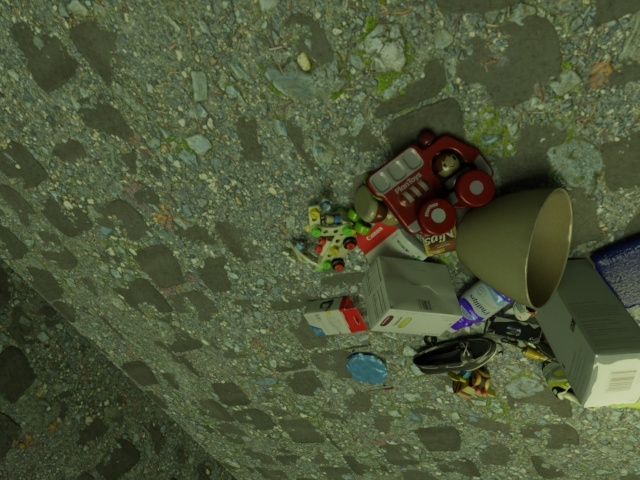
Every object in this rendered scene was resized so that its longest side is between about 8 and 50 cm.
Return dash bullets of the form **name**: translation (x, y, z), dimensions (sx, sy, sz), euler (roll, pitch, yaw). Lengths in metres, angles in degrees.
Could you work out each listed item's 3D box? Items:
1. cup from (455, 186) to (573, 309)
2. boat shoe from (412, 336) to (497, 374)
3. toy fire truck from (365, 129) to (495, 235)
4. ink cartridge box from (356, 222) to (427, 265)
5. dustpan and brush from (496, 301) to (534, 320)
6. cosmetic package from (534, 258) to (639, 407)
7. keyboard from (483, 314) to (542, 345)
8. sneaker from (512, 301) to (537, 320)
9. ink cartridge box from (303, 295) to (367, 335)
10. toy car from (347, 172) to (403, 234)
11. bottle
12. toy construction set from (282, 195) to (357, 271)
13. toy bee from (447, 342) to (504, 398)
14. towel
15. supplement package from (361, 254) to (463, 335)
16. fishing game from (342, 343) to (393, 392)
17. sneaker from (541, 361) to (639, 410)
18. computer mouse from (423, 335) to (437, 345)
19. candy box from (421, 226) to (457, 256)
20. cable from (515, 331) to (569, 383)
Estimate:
- **cup**: translation (0.531, 0.005, 1.248), dimensions (0.237, 0.331, 0.330), euler (14, 136, 44)
- **boat shoe**: translation (0.507, 0.444, 1.696), dimensions (0.096, 0.112, 0.335), euler (31, 135, -31)
- **toy fire truck**: translation (0.310, -0.164, 1.224), dimensions (0.302, 0.169, 0.253), euler (-38, 92, 1)
- **ink cartridge box**: translation (0.223, 0.024, 1.503), dimensions (0.225, 0.056, 0.181), euler (36, 129, -14)
- **dustpan and brush**: translation (0.651, 0.253, 1.535), dimensions (0.147, 0.060, 0.211), euler (33, 130, -9)
- **cosmetic package**: translation (0.761, 0.249, 1.273), dimensions (0.157, 0.384, 0.217), euler (-7, 122, 5)
- **keyboard**: translation (0.664, 0.316, 1.527), dimensions (0.180, 0.023, 0.108), euler (11, 114, 14)
- **sneaker**: translation (0.667, 0.221, 1.431), dimensions (0.057, 0.075, 0.161), euler (1, 131, 8)
- **ink cartridge box**: translation (0.066, 0.300, 1.756), dimensions (0.231, 0.078, 0.134), euler (-11, 123, 26)
- **toy car**: translation (0.207, -0.099, 1.383), dimensions (0.189, 0.148, 0.154), euler (12, 121, -23)
- **bottle**: translation (0.534, 0.219, 1.512), dimensions (0.118, 0.092, 0.282), euler (49, 129, 12)
- **toy construction set**: translation (0.000, 0.000, 1.493), dimensions (0.215, 0.151, 0.327), euler (11, 143, -22)
- **toy bee**: translation (0.595, 0.545, 1.722), dimensions (0.196, 0.162, 0.298), euler (8, 129, 15)
- **towel**: translation (0.987, 0.062, 1.271), dimensions (0.308, 0.076, 0.227), euler (-30, 106, 35)
- **supplement package**: translation (0.292, 0.185, 1.445), dimensions (0.262, 0.203, 0.145), euler (8, 140, -18)
- **fishing game**: translation (0.206, 0.565, 1.948), dimensions (0.189, 0.041, 0.264), euler (-22, 110, 31)
- **sneaker**: translation (1.010, 0.558, 1.602), dimensions (0.386, 0.147, 0.145), euler (11, 128, 8)
- **computer mouse**: translation (0.434, 0.326, 1.687), dimensions (0.071, 0.041, 0.241), euler (-6, 134, -8)
- **candy box**: translation (0.369, -0.044, 1.391), dimensions (0.109, 0.053, 0.186), euler (-14, 124, 16)
- **cable**: translation (0.837, 0.409, 1.555), dimensions (0.287, 0.139, 0.072), euler (39, 171, 1)
